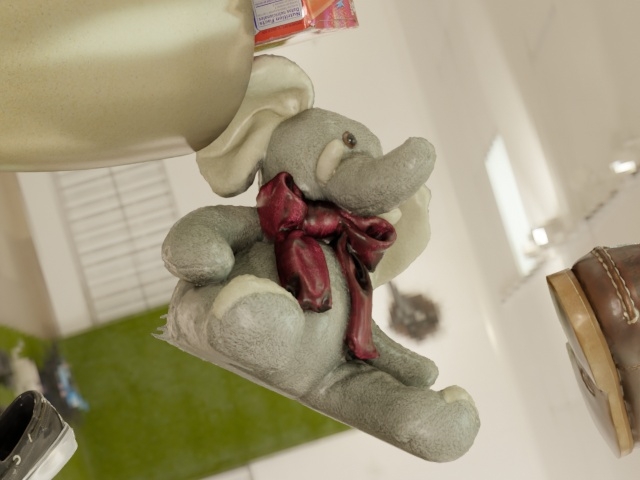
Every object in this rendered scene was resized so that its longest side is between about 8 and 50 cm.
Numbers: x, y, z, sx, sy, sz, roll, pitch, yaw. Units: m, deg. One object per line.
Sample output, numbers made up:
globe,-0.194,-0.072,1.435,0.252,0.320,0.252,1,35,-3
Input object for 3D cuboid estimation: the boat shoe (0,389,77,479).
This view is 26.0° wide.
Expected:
boat shoe,-0.282,0.200,1.146,0.076,0.080,0.228,64,34,-16

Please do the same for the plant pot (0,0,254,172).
plant pot,-0.235,-0.156,1.080,0.274,0.256,0.256,-25,102,-48

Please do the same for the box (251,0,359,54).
box,-0.112,-0.214,1.202,0.122,0.257,0.128,-22,99,-67

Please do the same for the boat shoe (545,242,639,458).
boat shoe,0.175,0.062,0.762,0.073,0.073,0.207,65,1,27

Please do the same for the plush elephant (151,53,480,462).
plush elephant,0.000,0.000,1.147,0.272,0.255,0.330,31,-10,-30
